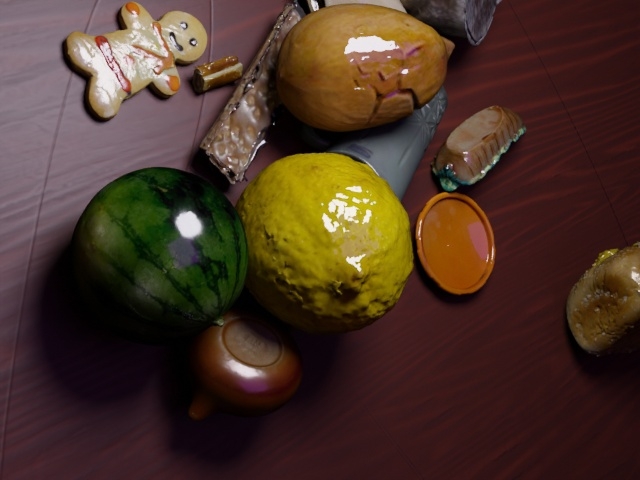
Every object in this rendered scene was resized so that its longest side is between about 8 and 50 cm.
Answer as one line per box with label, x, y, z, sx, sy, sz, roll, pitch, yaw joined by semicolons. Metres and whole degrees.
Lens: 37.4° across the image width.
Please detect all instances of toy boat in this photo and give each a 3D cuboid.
toy boat;0.315;-0.194;1.785;0.293;0.109;0.099;-37;137;-39

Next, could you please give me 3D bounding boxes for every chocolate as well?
chocolate;-0.098;-0.240;1.514;0.102;0.065;0.329;54;52;-45
chocolate;0.204;-0.508;1.684;0.303;0.213;0.303;13;90;-70

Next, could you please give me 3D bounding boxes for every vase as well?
vase;0.103;-0.172;1.609;0.251;0.156;0.301;36;55;1

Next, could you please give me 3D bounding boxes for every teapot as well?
teapot;-0.111;0.181;1.407;0.178;0.135;0.252;40;37;9

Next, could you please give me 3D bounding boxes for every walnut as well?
walnut;0.076;-0.273;1.478;0.298;0.203;0.203;-15;90;-9

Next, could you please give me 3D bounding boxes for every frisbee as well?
frisbee;0.242;0.007;1.729;0.192;0.035;0.192;8;77;-35

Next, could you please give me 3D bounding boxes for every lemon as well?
lemon;0.000;0.000;1.412;0.268;0.322;0.268;-6;120;-11

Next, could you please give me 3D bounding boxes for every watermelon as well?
watermelon;-0.215;0.022;1.277;0.242;0.242;0.242;7;78;-34

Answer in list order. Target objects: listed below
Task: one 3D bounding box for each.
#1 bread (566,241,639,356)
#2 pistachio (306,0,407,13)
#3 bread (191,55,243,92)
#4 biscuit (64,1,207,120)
bread;0.595;0.109;1.854;0.196;0.246;0.176;1;54;-31
pistachio;0.066;-0.376;1.608;0.238;0.138;0.153;46;52;-25
bread;-0.162;-0.260;1.486;0.083;0.047;0.036;-28;57;-36
biscuit;-0.268;-0.283;1.425;0.234;0.030;0.153;-29;101;-35
